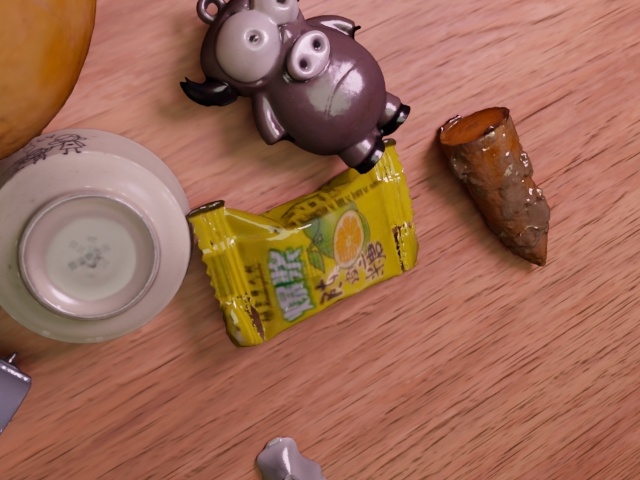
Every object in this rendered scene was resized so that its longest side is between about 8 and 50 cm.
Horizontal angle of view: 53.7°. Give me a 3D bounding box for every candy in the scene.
[{"bbox_3d":[0.000,0.000,0.763,0.297,0.081,0.187,-24,110,-26],"label":"candy"}]

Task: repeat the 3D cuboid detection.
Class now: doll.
[{"bbox_3d":[-0.025,-0.181,0.697,0.257,0.117,0.182,36,80,-24],"label":"doll"}]

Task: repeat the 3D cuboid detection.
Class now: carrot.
[{"bbox_3d":[0.253,-0.058,0.853,0.102,0.102,0.263,-40,119,-9],"label":"carrot"}]

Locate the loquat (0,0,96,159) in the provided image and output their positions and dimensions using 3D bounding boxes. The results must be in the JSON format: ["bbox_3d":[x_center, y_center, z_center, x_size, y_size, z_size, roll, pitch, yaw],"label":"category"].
[{"bbox_3d":[-0.332,-0.205,0.471,0.328,0.328,0.328,-4,102,-20],"label":"loquat"}]

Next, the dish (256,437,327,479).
[{"bbox_3d":[-0.036,0.327,0.840,0.091,0.039,0.137,-26,110,-14],"label":"dish"}]

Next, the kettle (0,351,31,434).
[{"bbox_3d":[-0.413,0.118,0.606,0.243,0.160,0.210,40,67,-17],"label":"kettle"}]

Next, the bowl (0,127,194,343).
[{"bbox_3d":[-0.237,0.004,0.652,0.238,0.126,0.237,-4,102,-22],"label":"bowl"}]
